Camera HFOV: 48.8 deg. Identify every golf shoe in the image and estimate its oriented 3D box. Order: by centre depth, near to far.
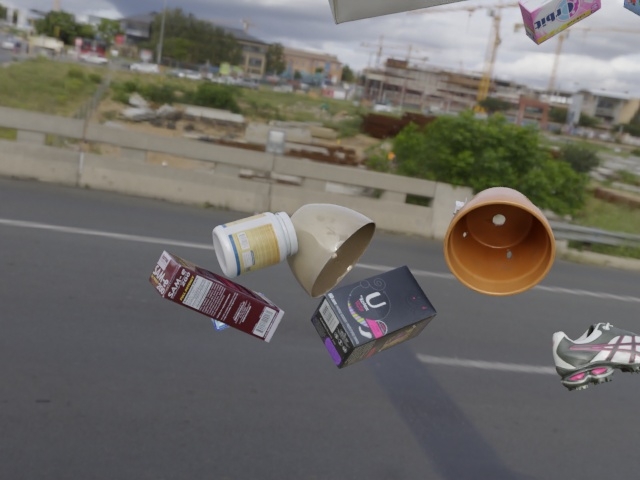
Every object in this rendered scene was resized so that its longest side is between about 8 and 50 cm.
[{"bbox_3d":[0.597,0.211,1.395,0.273,0.120,0.105,-13,-17,-3],"label":"golf shoe"}]

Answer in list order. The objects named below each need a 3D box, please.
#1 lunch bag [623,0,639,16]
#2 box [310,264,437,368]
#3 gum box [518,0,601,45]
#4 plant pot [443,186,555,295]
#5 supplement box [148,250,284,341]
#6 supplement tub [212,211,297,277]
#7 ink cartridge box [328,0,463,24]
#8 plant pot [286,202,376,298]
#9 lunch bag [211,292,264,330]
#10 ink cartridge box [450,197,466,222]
[{"bbox_3d":[0.919,-0.765,1.914,0.138,0.293,0.221,-16,31,6],"label":"lunch bag"},{"bbox_3d":[0.139,0.198,1.854,0.270,0.143,0.165,-18,64,-29],"label":"box"},{"bbox_3d":[0.590,-0.578,1.725,0.107,0.188,0.062,53,9,-48],"label":"gum box"},{"bbox_3d":[0.495,-0.021,1.965,0.291,0.290,0.203,11,31,9],"label":"plant pot"},{"bbox_3d":[-0.204,0.110,1.385,0.239,0.073,0.130,28,-1,-27],"label":"supplement box"},{"bbox_3d":[-0.176,0.007,1.897,0.200,0.144,0.144,-17,19,-18],"label":"supplement tub"},{"bbox_3d":[0.118,-0.614,1.348,0.279,0.160,0.384,-11,56,-1],"label":"ink cartridge box"},{"bbox_3d":[0.000,0.000,2.058,0.191,0.284,0.284,41,21,17],"label":"plant pot"},{"bbox_3d":[-0.223,0.181,1.890,0.151,0.096,0.129,-24,0,-11],"label":"lunch bag"},{"bbox_3d":[0.409,-0.086,2.089,0.028,0.083,0.048,14,19,6],"label":"ink cartridge box"}]
